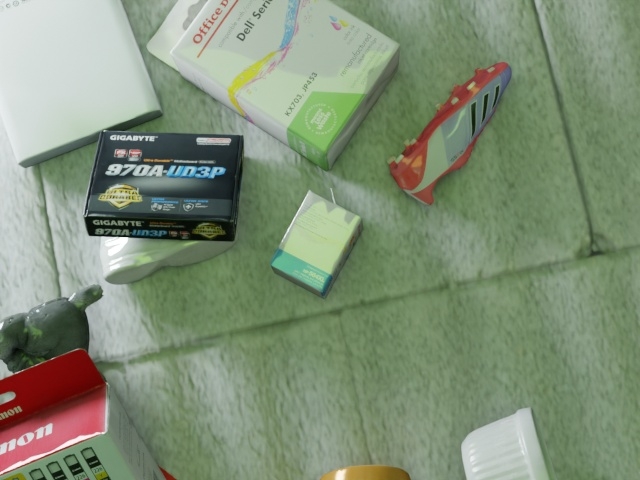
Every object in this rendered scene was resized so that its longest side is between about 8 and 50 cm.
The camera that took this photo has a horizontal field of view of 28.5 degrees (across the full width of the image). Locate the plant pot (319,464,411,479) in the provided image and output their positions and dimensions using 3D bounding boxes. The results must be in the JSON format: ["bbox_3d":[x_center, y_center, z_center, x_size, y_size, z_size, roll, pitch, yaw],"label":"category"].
[{"bbox_3d":[0.066,0.417,1.739,0.205,0.205,0.188,-4,64,2],"label":"plant pot"}]

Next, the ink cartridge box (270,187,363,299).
[{"bbox_3d":[0.000,0.000,1.860,0.090,0.092,0.143,28,83,7],"label":"ink cartridge box"}]

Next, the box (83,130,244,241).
[{"bbox_3d":[-0.228,-0.082,1.868,0.220,0.051,0.175,2,51,2],"label":"box"}]

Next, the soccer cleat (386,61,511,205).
[{"bbox_3d":[0.207,-0.164,1.895,0.248,0.083,0.095,-46,105,-8],"label":"soccer cleat"}]

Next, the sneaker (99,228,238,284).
[{"bbox_3d":[-0.231,-0.008,1.888,0.212,0.080,0.094,-15,68,1],"label":"sneaker"}]

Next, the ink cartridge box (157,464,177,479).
[{"bbox_3d":[-0.216,0.449,1.812,0.225,0.056,0.181,35,83,7],"label":"ink cartridge box"}]

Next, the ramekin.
[{"bbox_3d":[0.269,0.342,1.732,0.109,0.207,0.207,-17,79,9],"label":"ramekin"}]

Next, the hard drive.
[{"bbox_3d":[-0.414,-0.316,1.965,0.233,0.047,0.353,-21,79,-1],"label":"hard drive"}]

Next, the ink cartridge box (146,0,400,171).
[{"bbox_3d":[-0.081,-0.291,1.904,0.353,0.119,0.207,33,83,8],"label":"ink cartridge box"}]

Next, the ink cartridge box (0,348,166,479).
[{"bbox_3d":[-0.402,0.332,1.726,0.309,0.130,0.272,-23,117,3],"label":"ink cartridge box"}]

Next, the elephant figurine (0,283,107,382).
[{"bbox_3d":[-0.389,0.216,1.828,0.186,0.169,0.239,-24,87,43],"label":"elephant figurine"}]
